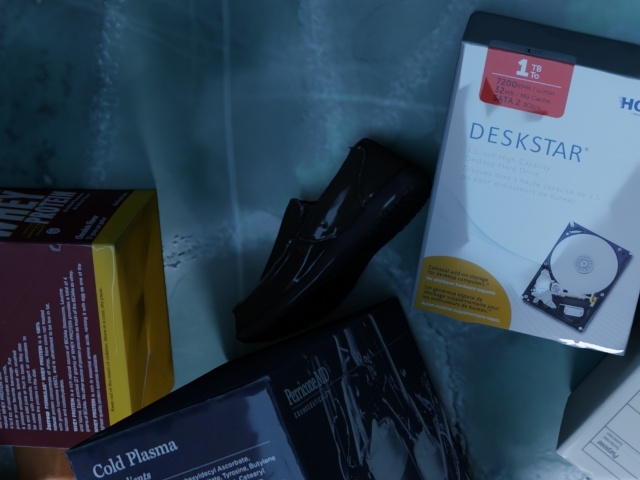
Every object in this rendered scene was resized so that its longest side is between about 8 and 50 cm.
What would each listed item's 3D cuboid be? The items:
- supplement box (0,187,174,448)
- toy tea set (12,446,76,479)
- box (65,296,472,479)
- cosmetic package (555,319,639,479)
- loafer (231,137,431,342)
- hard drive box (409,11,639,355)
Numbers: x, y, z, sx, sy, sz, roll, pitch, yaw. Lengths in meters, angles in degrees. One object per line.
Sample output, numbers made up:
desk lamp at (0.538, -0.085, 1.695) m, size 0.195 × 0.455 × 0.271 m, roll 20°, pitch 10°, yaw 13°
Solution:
supplement box at (-0.241, 0.063, 1.701) m, size 0.194 × 0.129 × 0.191 m, roll 1°, pitch 112°, yaw 12°
toy tea set at (-0.358, 0.206, 1.799) m, size 0.336 × 0.124 × 0.200 m, roll -4°, pitch 147°, yaw -5°
box at (-0.002, 0.241, 1.568) m, size 0.179 × 0.343 × 0.312 m, roll -23°, pitch 91°, yaw 20°
cosmetic package at (0.348, 0.091, 1.591) m, size 0.160 × 0.113 × 0.309 m, roll 39°, pitch 115°, yaw -5°
loafer at (0.000, 0.000, 1.660) m, size 0.220 × 0.080 × 0.078 m, roll -45°, pitch 69°, yaw 20°
hard drive box at (0.181, -0.045, 1.585) m, size 0.181 × 0.089 × 0.232 m, roll 12°, pitch 114°, yaw 7°
